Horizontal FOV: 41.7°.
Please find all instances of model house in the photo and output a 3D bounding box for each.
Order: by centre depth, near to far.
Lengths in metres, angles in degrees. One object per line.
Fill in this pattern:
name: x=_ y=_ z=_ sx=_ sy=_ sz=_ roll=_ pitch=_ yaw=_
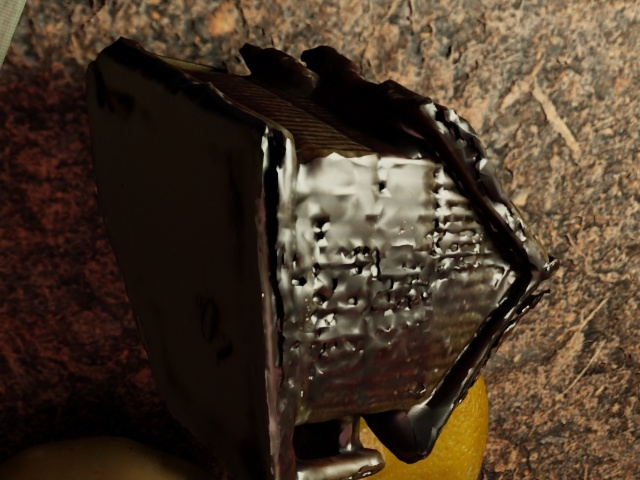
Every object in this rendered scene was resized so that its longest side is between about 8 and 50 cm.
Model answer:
model house: x=0.000 y=0.000 z=0.678 sx=0.282 sy=0.317 sz=0.297 roll=-9 pitch=117 yaw=-38

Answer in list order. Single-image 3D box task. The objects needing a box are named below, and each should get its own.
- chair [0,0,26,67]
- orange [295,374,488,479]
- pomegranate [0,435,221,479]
chair: x=-0.312 y=-0.072 z=0.583 sx=0.160 sy=0.186 sz=0.319 roll=18 pitch=112 yaw=-22
orange: x=0.034 y=0.166 z=0.802 sx=0.264 sy=0.264 sz=0.264 roll=-9 pitch=120 yaw=-16
pomegranate: x=-0.197 y=0.345 z=0.757 sx=0.338 sy=0.338 sz=0.338 roll=-9 pitch=120 yaw=-16
